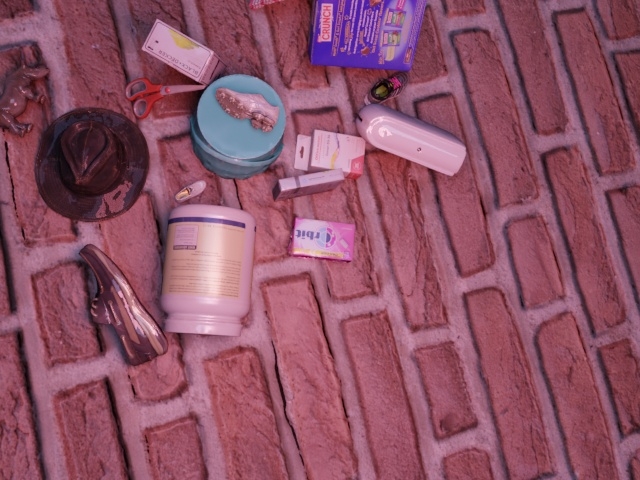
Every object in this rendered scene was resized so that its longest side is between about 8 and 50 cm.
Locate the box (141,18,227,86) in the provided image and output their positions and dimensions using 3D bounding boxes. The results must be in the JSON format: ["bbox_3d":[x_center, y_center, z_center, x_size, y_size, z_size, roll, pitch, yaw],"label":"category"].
[{"bbox_3d":[-0.358,-0.495,1.665,0.169,0.290,0.087,30,98,-5],"label":"box"}]

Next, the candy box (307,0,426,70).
[{"bbox_3d":[0.132,-0.657,1.813,0.317,0.268,0.122,1,38,-12],"label":"candy box"}]

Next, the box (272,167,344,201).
[{"bbox_3d":[-0.037,-0.158,1.756,0.186,0.145,0.038,-11,84,-13],"label":"box"}]

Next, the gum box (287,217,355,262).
[{"bbox_3d":[0.000,0.000,1.780,0.188,0.062,0.107,7,79,-11],"label":"gum box"}]

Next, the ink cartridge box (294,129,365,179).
[{"bbox_3d":[0.028,-0.258,1.825,0.198,0.067,0.115,7,79,-11],"label":"ink cartridge box"}]

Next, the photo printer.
[{"bbox_3d":[0.250,-0.305,1.790,0.307,0.256,0.107,20,109,-7],"label":"photo printer"}]

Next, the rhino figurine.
[{"bbox_3d":[-0.813,-0.403,1.673,0.106,0.073,0.243,20,76,-11],"label":"rhino figurine"}]

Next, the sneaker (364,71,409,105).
[{"bbox_3d":[0.214,-0.474,1.895,0.170,0.075,0.063,-34,89,-15],"label":"sneaker"}]

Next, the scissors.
[{"bbox_3d":[-0.432,-0.419,1.677,0.021,0.297,0.109,-19,94,-54],"label":"scissors"}]

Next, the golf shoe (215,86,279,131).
[{"bbox_3d":[-0.191,-0.360,1.620,0.176,0.069,0.086,31,56,-9],"label":"golf shoe"}]

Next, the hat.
[{"bbox_3d":[-0.619,-0.221,1.653,0.331,0.134,0.332,2,80,-12],"label":"hat"}]

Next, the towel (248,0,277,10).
[{"bbox_3d":[-0.127,-0.769,1.826,0.029,0.197,0.144,28,73,-45],"label":"towel"}]

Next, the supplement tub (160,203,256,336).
[{"bbox_3d":[-0.295,0.084,1.617,0.235,0.235,0.325,6,80,-11],"label":"supplement tub"}]

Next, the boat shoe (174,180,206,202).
[{"bbox_3d":[-0.369,-0.141,1.741,0.100,0.035,0.035,-30,88,-14],"label":"boat shoe"}]

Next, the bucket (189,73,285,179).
[{"bbox_3d":[-0.228,-0.316,1.722,0.281,0.183,0.281,2,81,-11],"label":"bucket"}]

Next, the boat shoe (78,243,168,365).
[{"bbox_3d":[-0.540,0.173,1.606,0.130,0.132,0.355,-34,88,-15],"label":"boat shoe"}]
